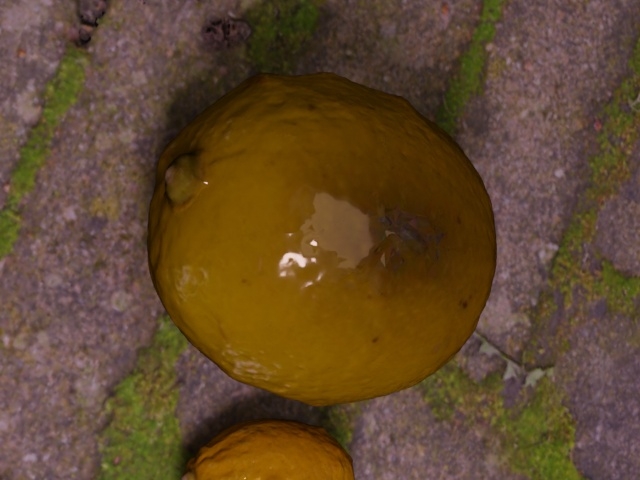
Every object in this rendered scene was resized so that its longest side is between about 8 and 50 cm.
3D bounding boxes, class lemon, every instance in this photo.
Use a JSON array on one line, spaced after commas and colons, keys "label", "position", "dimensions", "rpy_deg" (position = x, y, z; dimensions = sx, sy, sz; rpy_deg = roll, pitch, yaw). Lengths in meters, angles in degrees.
[{"label": "lemon", "position": [-0.040, 0.198, 1.488], "dimensions": [0.155, 0.114, 0.114], "rpy_deg": [4, 85, -25]}, {"label": "lemon", "position": [0.002, 0.001, 1.450], "dimensions": [0.284, 0.260, 0.260], "rpy_deg": [-5, 89, -50]}]
